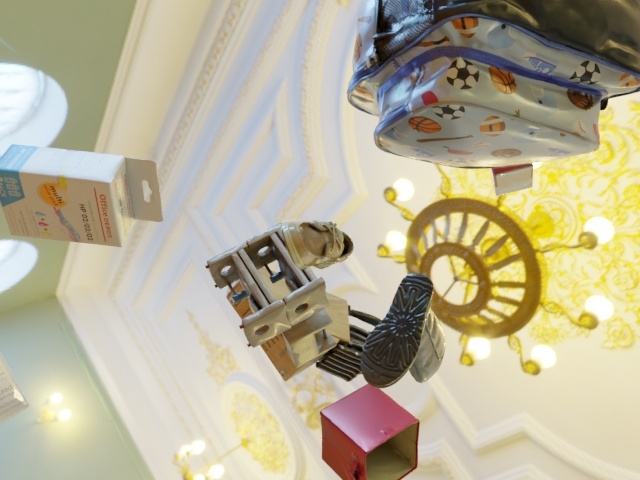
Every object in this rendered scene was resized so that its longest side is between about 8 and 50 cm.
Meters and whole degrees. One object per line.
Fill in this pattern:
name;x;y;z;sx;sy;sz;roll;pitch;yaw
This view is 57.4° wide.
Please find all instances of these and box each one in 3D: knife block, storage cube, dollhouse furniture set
knife block;-0.007;0.142;1.087;0.275;0.242;0.088;52;-52;12
storage cube;0.126;0.530;1.552;0.193;0.215;0.183;30;-48;47
dollhouse furniture set;-0.070;0.099;0.875;0.129;0.129;0.183;53;-16;35

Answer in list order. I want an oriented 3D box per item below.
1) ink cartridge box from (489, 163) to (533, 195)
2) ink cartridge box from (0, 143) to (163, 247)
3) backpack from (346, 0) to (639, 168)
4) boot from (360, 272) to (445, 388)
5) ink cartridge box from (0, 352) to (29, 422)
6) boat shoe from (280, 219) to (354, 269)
ink cartridge box;0.341;-0.189;1.095;0.073;0.127;0.175;-14;-107;16
ink cartridge box;-0.299;-0.053;0.734;0.182;0.061;0.104;6;-49;0
backpack;0.156;-0.181;0.594;0.263;0.277;0.213;-167;-88;-70
boot;0.132;0.167;0.878;0.076;0.189;0.208;24;-26;23
ink cartridge box;-0.661;0.224;0.948;0.197;0.198;0.270;-32;-92;37
boat shoe;0.000;0.000;0.565;0.045;0.135;0.050;-21;-97;13
